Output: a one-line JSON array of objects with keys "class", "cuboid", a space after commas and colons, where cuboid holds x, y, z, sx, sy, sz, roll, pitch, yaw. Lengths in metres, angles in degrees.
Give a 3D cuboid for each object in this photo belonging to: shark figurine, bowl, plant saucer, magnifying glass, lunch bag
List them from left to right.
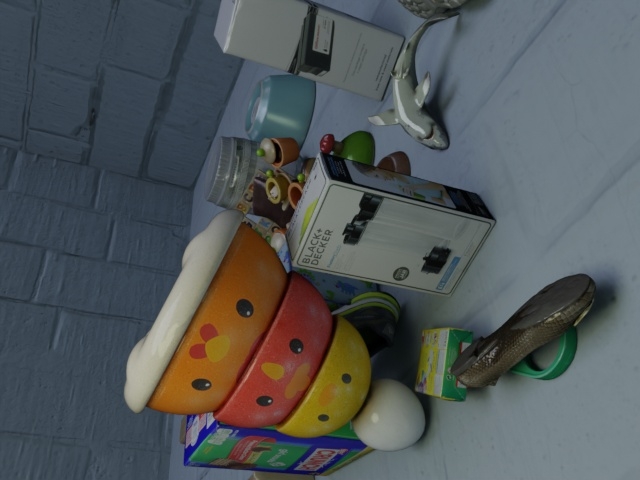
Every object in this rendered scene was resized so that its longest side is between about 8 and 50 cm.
[{"class": "bowl", "cuboid": [-0.148, -0.422, 2.181, 0.311, 0.163, 0.311, -167, 90, -70]}, {"class": "lunch bag", "cuboid": [0.013, 0.085, 1.349, 0.090, 0.219, 0.176, -52, 32, 38]}, {"class": "plant saucer", "cuboid": [0.139, -0.112, 1.406, 0.168, 0.029, 0.168, -168, 90, -71]}, {"class": "shark figurine", "cuboid": [0.192, -0.308, 1.290, 0.166, 0.116, 0.278, 1, 87, 36]}, {"class": "magnifying glass", "cuboid": [0.263, 0.162, 0.906, 0.231, 0.026, 0.092, 131, 146, -54]}]

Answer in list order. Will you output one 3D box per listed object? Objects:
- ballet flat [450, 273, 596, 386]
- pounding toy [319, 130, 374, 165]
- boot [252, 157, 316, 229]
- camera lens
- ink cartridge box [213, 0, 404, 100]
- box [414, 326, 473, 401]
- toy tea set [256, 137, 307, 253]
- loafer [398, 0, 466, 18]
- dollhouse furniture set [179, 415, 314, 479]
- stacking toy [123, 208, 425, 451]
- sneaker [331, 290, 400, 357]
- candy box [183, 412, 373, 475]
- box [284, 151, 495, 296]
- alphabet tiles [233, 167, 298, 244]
[{"class": "ballet flat", "cuboid": [0.261, 0.126, 0.837, 0.250, 0.058, 0.084, -50, -2, 41]}, {"class": "pounding toy", "cuboid": [0.032, -0.177, 1.616, 0.237, 0.110, 0.183, 134, 144, -55]}, {"class": "boot", "cuboid": [-0.098, -0.135, 1.769, 0.090, 0.207, 0.248, -41, -34, -46]}, {"class": "camera lens", "cuboid": [-0.195, -0.187, 1.995, 0.219, 0.274, 0.219, -167, 90, -70]}, {"class": "ink cartridge box", "cuboid": [-0.042, -0.494, 1.588, 0.285, 0.395, 0.166, -119, 46, -62]}, {"class": "box", "cuboid": [0.186, 0.191, 1.025, 0.179, 0.043, 0.105, 134, 146, -79]}, {"class": "toy tea set", "cuboid": [-0.091, -0.088, 1.628, 0.200, 0.124, 0.336, -35, 76, 55]}, {"class": "loafer", "cuboid": [0.235, -0.513, 1.294, 0.111, 0.112, 0.319, -53, 22, 1]}, {"class": "dollhouse furniture set", "cuboid": [-0.201, 0.591, 1.567, 0.362, 0.256, 0.394, 123, 152, -45]}, {"class": "stacking toy", "cuboid": [-0.036, 0.195, 1.063, 0.350, 0.480, 0.350, -61, 8, 14]}, {"class": "sneaker", "cuboid": [0.014, 0.202, 1.237, 0.300, 0.111, 0.121, -32, 19, 16]}, {"class": "candy box", "cuboid": [-0.082, 0.367, 1.288, 0.268, 0.317, 0.122, 126, 148, -50]}, {"class": "box", "cuboid": [0.106, -0.018, 1.050, 0.087, 0.290, 0.169, -105, 34, -53]}, {"class": "alphabet tiles", "cuboid": [-0.131, -0.092, 1.885, 0.237, 0.198, 0.009, -54, 6, 31]}]
